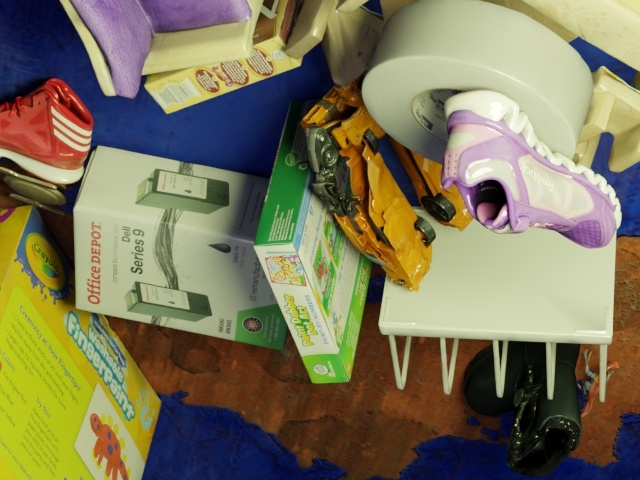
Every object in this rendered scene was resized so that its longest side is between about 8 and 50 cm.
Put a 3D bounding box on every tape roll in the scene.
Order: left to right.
[{"bbox_3d":[0.154,-0.146,1.564,0.219,0.072,0.219,17,157,7],"label":"tape roll"}]

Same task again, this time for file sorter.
[{"bbox_3d":[0.229,0.087,2.003,0.277,0.193,0.173,2,140,10],"label":"file sorter"}]

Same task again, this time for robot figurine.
[{"bbox_3d":[0.078,-0.087,1.860,0.085,0.211,0.291,19,150,47],"label":"robot figurine"}]

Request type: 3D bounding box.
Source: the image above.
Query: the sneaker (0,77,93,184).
[{"bbox_3d":[-0.385,-0.165,1.969,0.221,0.087,0.128,18,123,-11],"label":"sneaker"}]

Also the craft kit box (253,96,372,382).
[{"bbox_3d":[0.000,0.000,1.915,0.061,0.250,0.247,-7,134,20],"label":"craft kit box"}]

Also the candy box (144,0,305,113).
[{"bbox_3d":[-0.102,-0.221,1.802,0.186,0.109,0.053,-17,130,29],"label":"candy box"}]

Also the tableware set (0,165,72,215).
[{"bbox_3d":[-0.415,-0.095,2.052,0.194,0.039,0.128,19,164,1],"label":"tableware set"}]

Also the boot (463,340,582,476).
[{"bbox_3d":[0.266,0.229,2.131,0.094,0.207,0.246,27,136,-16],"label":"boot"}]

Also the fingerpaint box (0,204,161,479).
[{"bbox_3d":[-0.411,0.239,2.175,0.163,0.371,0.445,-8,135,20],"label":"fingerpaint box"}]

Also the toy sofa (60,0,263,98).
[{"bbox_3d":[-0.193,-0.325,1.607,0.150,0.177,0.362,-7,134,20],"label":"toy sofa"}]

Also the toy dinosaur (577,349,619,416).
[{"bbox_3d":[0.386,0.194,2.174,0.047,0.090,0.082,-1,170,-8],"label":"toy dinosaur"}]

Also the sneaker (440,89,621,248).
[{"bbox_3d":[0.195,-0.044,1.532,0.236,0.104,0.095,35,152,-33],"label":"sneaker"}]

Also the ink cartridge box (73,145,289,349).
[{"bbox_3d":[-0.169,0.012,2.059,0.289,0.121,0.211,11,137,2],"label":"ink cartridge box"}]

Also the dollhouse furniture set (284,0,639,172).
[{"bbox_3d":[0.229,-0.271,1.647,0.362,0.256,0.394,28,156,-16],"label":"dollhouse furniture set"}]
